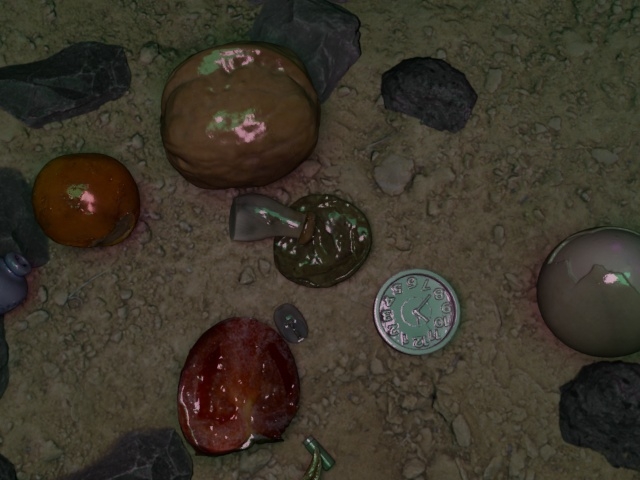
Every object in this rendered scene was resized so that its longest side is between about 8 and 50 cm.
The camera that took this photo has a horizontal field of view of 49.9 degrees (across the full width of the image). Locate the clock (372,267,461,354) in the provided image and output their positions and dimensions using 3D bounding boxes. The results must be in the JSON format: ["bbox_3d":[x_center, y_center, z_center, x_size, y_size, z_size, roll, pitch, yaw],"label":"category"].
[{"bbox_3d":[0.219,0.165,1.577,0.197,0.068,0.196,0,81,2],"label":"clock"}]

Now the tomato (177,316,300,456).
[{"bbox_3d":[-0.206,0.330,1.519,0.309,0.170,0.308,14,61,-28],"label":"tomato"}]

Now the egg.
[{"bbox_3d":[0.603,0.103,1.442,0.279,0.336,0.278,-1,75,5],"label":"egg"}]

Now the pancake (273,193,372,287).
[{"bbox_3d":[0.000,0.000,1.626,0.242,0.050,0.241,-2,75,9],"label":"pancake"}]

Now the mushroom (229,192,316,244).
[{"bbox_3d":[-0.116,-0.051,1.608,0.225,0.093,0.116,3,91,11],"label":"mushroom"}]

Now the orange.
[{"bbox_3d":[-0.533,-0.090,1.568,0.240,0.240,0.239,0,80,2],"label":"orange"}]

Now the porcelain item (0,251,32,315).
[{"bbox_3d":[-0.785,0.133,1.596,0.259,0.141,0.141,-43,81,3],"label":"porcelain item"}]

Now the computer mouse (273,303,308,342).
[{"bbox_3d":[-0.069,0.192,1.598,0.066,0.039,0.096,-31,81,-3],"label":"computer mouse"}]

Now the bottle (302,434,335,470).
[{"bbox_3d":[-0.004,0.479,1.552,0.030,0.030,0.083,-42,80,-5],"label":"bottle"}]

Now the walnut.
[{"bbox_3d":[-0.181,-0.280,1.544,0.382,0.381,0.381,0,80,2],"label":"walnut"}]

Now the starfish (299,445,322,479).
[{"bbox_3d":[-0.068,0.614,1.507,0.358,0.078,0.347,28,83,7],"label":"starfish"}]
